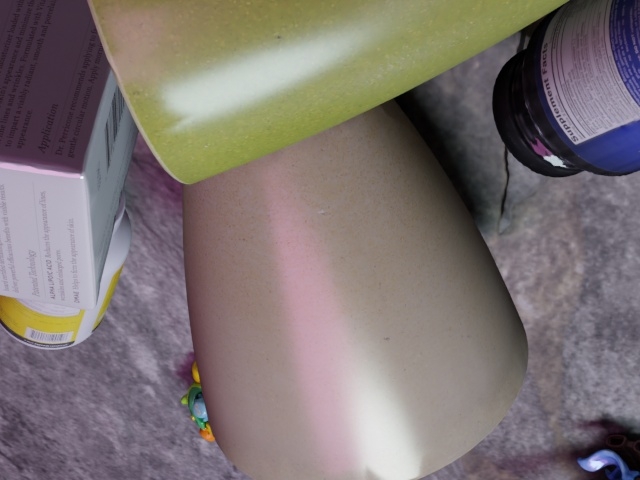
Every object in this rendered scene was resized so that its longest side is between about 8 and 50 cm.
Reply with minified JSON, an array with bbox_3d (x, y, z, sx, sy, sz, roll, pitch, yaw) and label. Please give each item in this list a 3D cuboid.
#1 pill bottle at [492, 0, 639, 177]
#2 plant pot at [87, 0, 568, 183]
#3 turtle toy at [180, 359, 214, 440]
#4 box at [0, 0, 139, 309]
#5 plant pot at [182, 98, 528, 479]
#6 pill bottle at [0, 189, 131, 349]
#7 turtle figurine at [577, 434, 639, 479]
[{"bbox_3d":[0.206,-0.110,1.107,0.123,0.122,0.219,24,159,-21],"label":"pill bottle"},{"bbox_3d":[0.035,-0.196,0.940,0.294,0.274,0.274,-13,144,8],"label":"plant pot"},{"bbox_3d":[-0.072,0.163,1.679,0.130,0.066,0.095,4,147,9],"label":"turtle toy"},{"bbox_3d":[-0.200,-0.077,1.230,0.119,0.181,0.182,10,148,1],"label":"box"},{"bbox_3d":[0.000,0.000,1.273,0.257,0.256,0.274,-3,130,20],"label":"plant pot"},{"bbox_3d":[-0.213,0.009,1.442,0.103,0.103,0.184,16,147,-9],"label":"pill bottle"},{"bbox_3d":[0.295,0.344,1.708,0.198,0.274,0.266,-27,167,0],"label":"turtle figurine"}]
